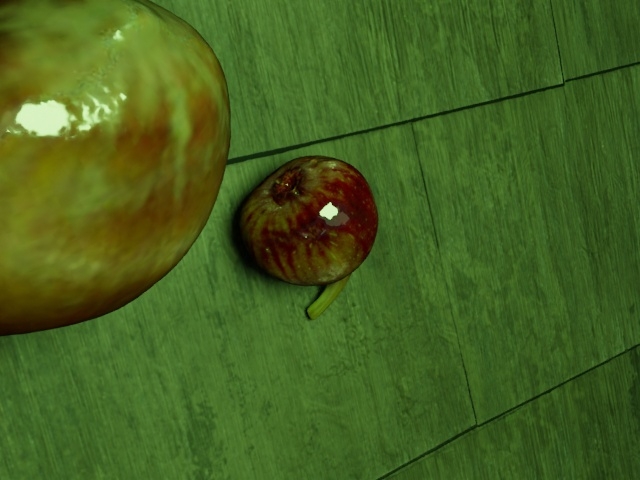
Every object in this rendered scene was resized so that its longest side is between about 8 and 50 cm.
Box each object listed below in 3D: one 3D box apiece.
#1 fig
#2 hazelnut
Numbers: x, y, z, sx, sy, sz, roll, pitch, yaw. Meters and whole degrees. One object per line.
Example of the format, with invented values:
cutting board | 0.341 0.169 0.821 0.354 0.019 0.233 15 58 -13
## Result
fig | 0.004 -0.006 1.013 0.175 0.175 0.207 -54 130 -18
hazelnut | -0.262 -0.080 0.733 0.366 0.366 0.365 -1 92 -31
